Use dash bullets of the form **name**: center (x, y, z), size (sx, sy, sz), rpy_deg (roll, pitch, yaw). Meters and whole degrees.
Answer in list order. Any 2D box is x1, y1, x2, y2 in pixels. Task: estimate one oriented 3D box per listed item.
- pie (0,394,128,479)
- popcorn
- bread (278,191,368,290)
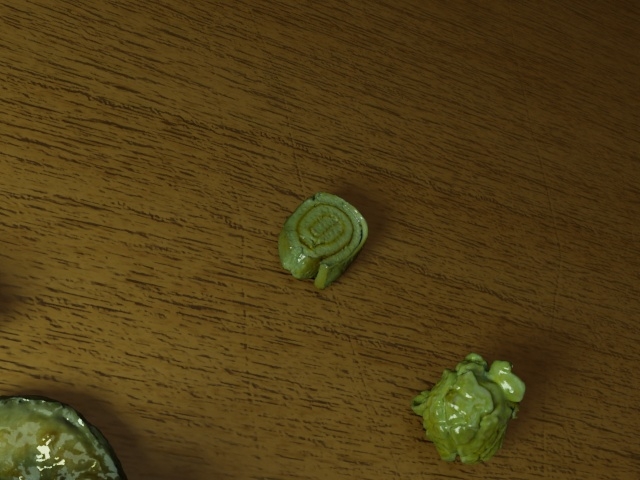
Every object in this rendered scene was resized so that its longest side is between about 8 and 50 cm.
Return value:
- **pie**: center (-0.320, 0.292, 0.749), size (0.274, 0.055, 0.274), rpy_deg (13, 55, -19)
- **popcorn**: center (0.208, 0.241, 1.004), size (0.135, 0.162, 0.141), rpy_deg (-67, 143, -68)
- **bread**: center (0.000, 0.000, 1.093), size (0.117, 0.064, 0.156), rpy_deg (40, 52, 7)
